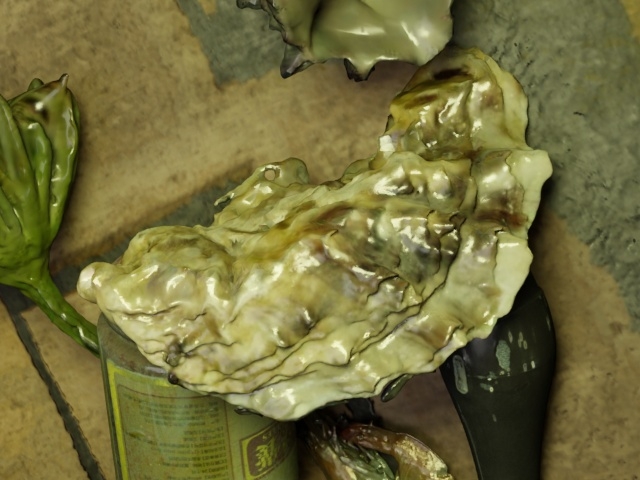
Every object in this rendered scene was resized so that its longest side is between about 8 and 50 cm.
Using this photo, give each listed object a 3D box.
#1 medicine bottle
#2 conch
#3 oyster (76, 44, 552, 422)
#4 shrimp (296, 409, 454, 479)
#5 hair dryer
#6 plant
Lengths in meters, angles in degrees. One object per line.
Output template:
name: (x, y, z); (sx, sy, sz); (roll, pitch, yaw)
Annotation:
medicine bottle: (-0.094, 0.165, 1.367); (0.151, 0.151, 0.322); (15, 124, 28)
conch: (0.051, -0.252, 1.147); (0.241, 0.186, 0.313); (23, 104, 8)
oyster: (0.000, -0.001, 1.196); (0.115, 0.351, 0.238); (77, 176, -50)
shrimp: (0.043, 0.187, 1.385); (0.180, 0.041, 0.099); (43, 124, 12)
hair dryer: (0.070, 0.091, 1.329); (0.272, 0.091, 0.235); (18, 128, 40)
plant: (-0.261, 0.025, 1.417); (0.251, 0.180, 0.333); (-27, 89, 25)
